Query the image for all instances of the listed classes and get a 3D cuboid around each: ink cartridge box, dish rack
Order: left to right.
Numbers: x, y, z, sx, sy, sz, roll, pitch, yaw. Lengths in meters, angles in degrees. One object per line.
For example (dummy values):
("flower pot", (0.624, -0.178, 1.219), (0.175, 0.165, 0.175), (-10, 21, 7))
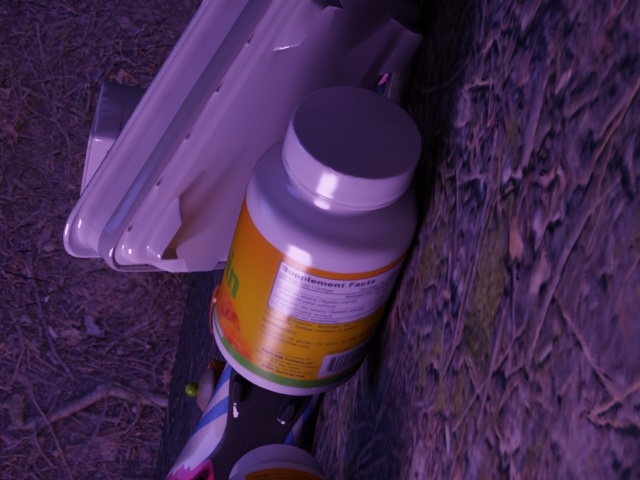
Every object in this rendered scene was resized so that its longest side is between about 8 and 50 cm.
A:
("ink cartridge box", (-0.205, -0.110, 2.225), (0.201, 0.278, 0.117), (112, 165, -53))
("dish rack", (-0.042, -0.101, 1.242), (0.333, 0.072, 0.285), (-55, -20, 16))

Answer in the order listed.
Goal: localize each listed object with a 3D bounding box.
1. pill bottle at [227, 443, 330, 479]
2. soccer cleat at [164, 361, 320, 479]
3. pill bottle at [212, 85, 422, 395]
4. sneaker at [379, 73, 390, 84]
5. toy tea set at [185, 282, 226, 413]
("pill bottle", (-0.032, 0.256, 1.190), (0.215, 0.117, 0.117), (-96, 17, -61))
("soccer cleat", (-0.076, 0.209, 1.533), (0.331, 0.116, 0.143), (-62, -2, 18))
("pill bottle", (0.000, 0.000, 1.207), (0.246, 0.136, 0.136), (108, 168, -45))
("sneaker", (0.042, -0.221, 1.384), (0.072, 0.077, 0.178), (-94, 17, -54))
("toy tea set", (-0.145, 0.071, 2.073), (0.200, 0.124, 0.336), (119, 154, -56))
